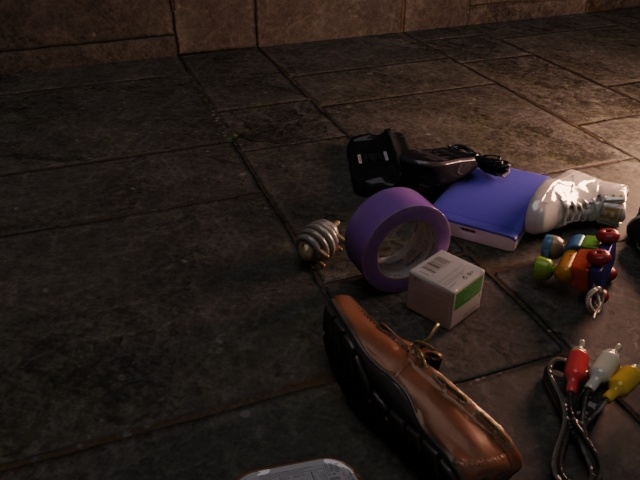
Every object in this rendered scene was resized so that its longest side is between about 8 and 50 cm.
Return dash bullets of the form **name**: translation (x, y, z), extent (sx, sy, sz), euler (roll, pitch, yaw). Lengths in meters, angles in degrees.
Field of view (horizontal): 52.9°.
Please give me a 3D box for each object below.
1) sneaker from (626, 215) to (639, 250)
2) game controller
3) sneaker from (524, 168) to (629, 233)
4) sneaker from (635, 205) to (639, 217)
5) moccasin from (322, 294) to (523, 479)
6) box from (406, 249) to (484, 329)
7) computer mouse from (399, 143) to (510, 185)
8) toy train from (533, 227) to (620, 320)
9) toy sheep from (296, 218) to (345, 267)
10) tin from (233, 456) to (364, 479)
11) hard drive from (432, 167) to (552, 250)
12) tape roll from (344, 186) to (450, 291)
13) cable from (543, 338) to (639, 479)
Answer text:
- **sneaker**: translation (0.680, 0.024, 1.279), extent (0.097, 0.084, 0.235), euler (-12, 34, -15)
- **game controller**: translation (0.159, -0.206, 1.688), extent (0.166, 0.067, 0.319), euler (-13, 31, 6)
- **sneaker**: translation (0.581, -0.077, 1.419), extent (0.169, 0.108, 0.292), euler (22, 37, 36)
- **sneaker**: translation (0.782, -0.072, 1.416), extent (0.223, 0.098, 0.083), euler (-19, 37, -26)
- **moccasin**: translation (0.132, 0.206, 0.945), extent (0.147, 0.139, 0.380), euler (-19, 37, -28)
- **box**: translation (0.228, 0.089, 1.177), extent (0.102, 0.087, 0.101), euler (28, 42, 36)
- **computer mouse**: translation (0.303, -0.173, 1.546), extent (0.272, 0.072, 0.188), euler (-8, 27, -32)
- **toy train**: translation (0.469, 0.063, 1.214), extent (0.143, 0.105, 0.248), euler (8, 32, 32)
- **toy sheep**: translation (0.000, 0.000, 1.326), extent (0.091, 0.091, 0.132), euler (21, 43, 30)
- **tin**: translation (-0.030, 0.332, 0.822), extent (0.189, 0.040, 0.106), euler (-4, 26, -20)
- **hard drive**: translation (0.398, -0.091, 1.505), extent (0.210, 0.040, 0.318), euler (17, 36, 26)
- **tape roll**: translation (0.146, -0.001, 1.226), extent (0.189, 0.189, 0.080), euler (-13, 34, -19)
- **cable**: translation (0.377, 0.243, 0.944), extent (0.139, 0.072, 0.287), euler (17, 35, 30)
